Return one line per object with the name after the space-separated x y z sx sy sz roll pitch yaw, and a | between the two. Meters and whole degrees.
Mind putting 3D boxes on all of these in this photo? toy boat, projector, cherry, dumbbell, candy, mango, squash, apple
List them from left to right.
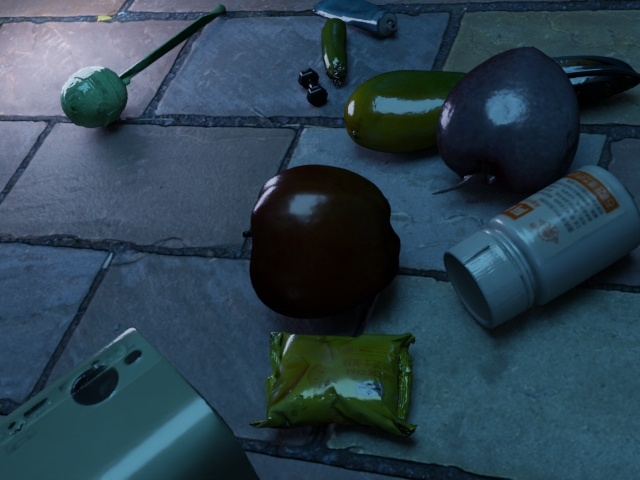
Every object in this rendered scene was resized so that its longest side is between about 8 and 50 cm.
-0.238 0.293 1.245 0.249 0.248 0.248 -37 48 -17 | projector
-0.338 -0.363 2.031 0.119 0.119 0.440 22 49 34 | candy
-0.014 -0.283 1.869 0.036 0.040 0.083 -44 41 19 | dumbbell
0.000 -0.002 1.472 0.234 0.234 0.234 -10 45 10 | apple
0.027 -0.361 1.922 0.052 0.052 0.183 -10 48 10 | squash
0.164 -0.218 1.699 0.251 0.114 0.156 -2 39 5 | mango
0.289 -0.172 1.549 0.213 0.183 0.266 21 86 18 | cherry
0.401 -0.253 1.660 0.246 0.093 0.103 -4 67 15 | toy boat

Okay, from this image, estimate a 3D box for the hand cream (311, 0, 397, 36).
0.074 -0.447 1.999 0.083 0.048 0.224 -36 41 -17 | hand cream

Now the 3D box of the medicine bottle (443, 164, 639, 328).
0.307 0.010 1.407 0.252 0.144 0.144 -32 46 -11 | medicine bottle

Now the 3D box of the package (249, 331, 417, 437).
0.021 0.191 1.366 0.226 0.090 0.168 -3 49 13 | package
